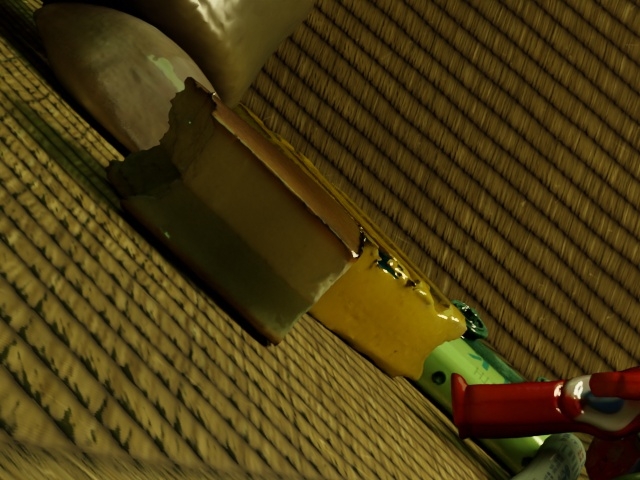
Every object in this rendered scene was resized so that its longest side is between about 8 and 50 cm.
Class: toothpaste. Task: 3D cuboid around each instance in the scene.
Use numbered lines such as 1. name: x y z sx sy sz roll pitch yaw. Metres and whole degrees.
1. toothpaste: 0.226 0.236 1.634 0.268 0.047 0.069 -27 102 -73

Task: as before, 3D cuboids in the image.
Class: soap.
1. soap: 0.000 0.000 1.714 0.204 0.096 0.324 39 6 -38

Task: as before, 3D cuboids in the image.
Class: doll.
1. doll: 0.318 0.155 1.601 0.384 0.099 0.188 -1 -12 4

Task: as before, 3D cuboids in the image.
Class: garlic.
1. garlic: -0.144 -0.108 1.537 0.318 0.112 0.143 54 0 -3

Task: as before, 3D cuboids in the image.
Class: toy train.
1. toy train: 0.181 0.170 1.810 0.253 0.105 0.157 43 18 -5

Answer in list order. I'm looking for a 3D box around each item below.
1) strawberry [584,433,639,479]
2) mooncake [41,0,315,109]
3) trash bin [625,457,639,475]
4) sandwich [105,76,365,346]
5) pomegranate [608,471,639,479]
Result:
1. strawberry: 0.445 0.282 2.001 0.292 0.292 0.310 42 -22 -10
2. mooncake: -0.204 -0.302 1.703 0.393 0.246 0.394 29 -17 13
3. trash bin: 0.337 0.293 1.572 0.184 0.162 0.234 43 -3 7
4. sandwich: -0.065 -0.030 1.283 0.186 0.108 0.220 44 6 -4
5. pomegranate: 0.238 0.256 1.209 0.156 0.156 0.220 44 35 9
